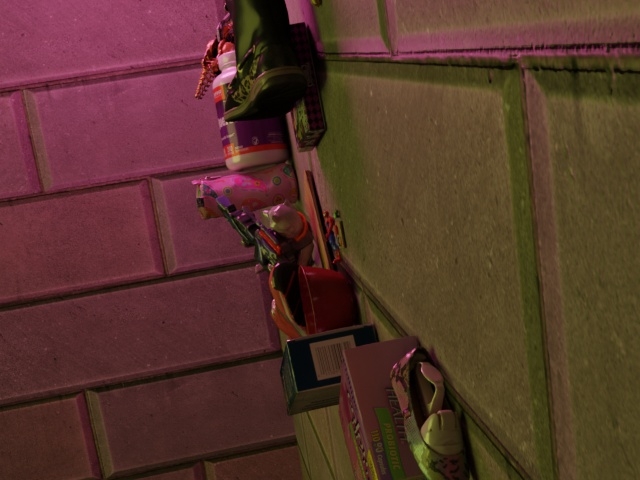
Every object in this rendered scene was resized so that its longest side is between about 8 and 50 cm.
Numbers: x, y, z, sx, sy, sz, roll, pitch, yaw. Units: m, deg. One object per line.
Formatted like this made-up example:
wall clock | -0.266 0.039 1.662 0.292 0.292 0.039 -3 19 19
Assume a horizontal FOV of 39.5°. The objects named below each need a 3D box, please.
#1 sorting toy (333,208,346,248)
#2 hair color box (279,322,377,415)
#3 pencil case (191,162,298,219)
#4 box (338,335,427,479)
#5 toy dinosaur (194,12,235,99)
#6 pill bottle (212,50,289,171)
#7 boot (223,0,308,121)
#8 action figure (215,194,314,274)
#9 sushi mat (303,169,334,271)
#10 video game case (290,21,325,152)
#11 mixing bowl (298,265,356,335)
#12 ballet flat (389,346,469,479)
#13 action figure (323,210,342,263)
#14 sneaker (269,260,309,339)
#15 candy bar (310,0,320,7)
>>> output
sorting toy | 0.036 -0.024 1.857 0.062 0.012 0.083 173 86 -82
hair color box | 0.014 0.268 1.805 0.347 0.174 0.105 105 154 -71
pencil case | -0.206 -0.136 2.451 0.124 0.284 0.124 169 90 -79
box | 0.110 0.303 1.376 0.243 0.117 0.213 93 165 -57
toy dinosaur | -0.278 -0.538 2.619 0.164 0.322 0.218 39 162 37
pill bottle | -0.200 -0.362 2.496 0.181 0.182 0.322 160 99 -82
boot | -0.140 -0.406 1.859 0.377 0.138 0.284 164 95 -74
action figure | -0.103 -0.001 2.223 0.341 0.178 0.330 49 160 23
sushi mat | 0.000 0.000 2.122 0.151 0.019 0.316 92 165 -61
video game case | -0.041 -0.323 1.916 0.210 0.042 0.232 144 115 -81
mixing bowl | 0.019 0.132 1.870 0.181 0.098 0.181 169 90 -82
ballet flat | 0.151 0.233 1.200 0.221 0.077 0.079 -108 30 -46
action figure | 0.023 -0.009 1.927 0.038 0.030 0.115 92 169 -77
sneaker | -0.071 0.161 2.044 0.116 0.136 0.314 -66 -34 -31
candy bar | -0.019 -0.506 1.623 0.040 0.018 0.161 -116 17 -75
